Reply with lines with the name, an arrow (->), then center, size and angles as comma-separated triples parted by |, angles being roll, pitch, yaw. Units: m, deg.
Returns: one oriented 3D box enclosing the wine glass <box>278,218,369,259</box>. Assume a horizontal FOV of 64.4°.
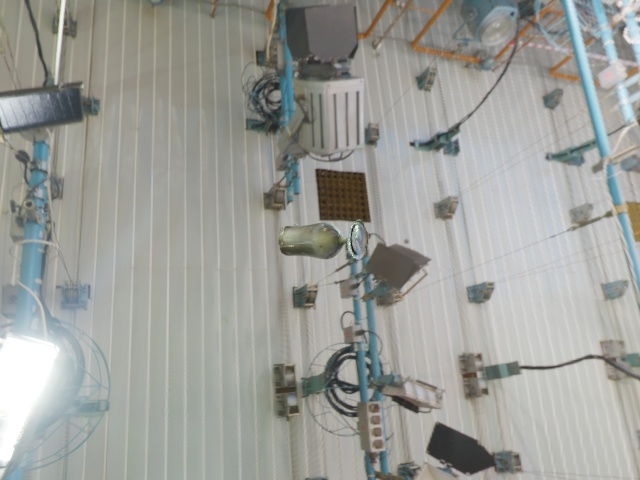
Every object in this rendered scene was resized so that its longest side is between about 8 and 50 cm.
wine glass -> 0.000, 0.000, 0.473 | 0.042, 0.083, 0.038 | -44, -52, -50
